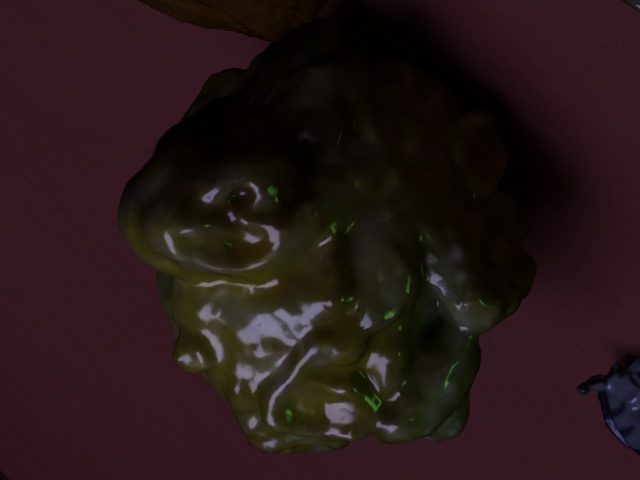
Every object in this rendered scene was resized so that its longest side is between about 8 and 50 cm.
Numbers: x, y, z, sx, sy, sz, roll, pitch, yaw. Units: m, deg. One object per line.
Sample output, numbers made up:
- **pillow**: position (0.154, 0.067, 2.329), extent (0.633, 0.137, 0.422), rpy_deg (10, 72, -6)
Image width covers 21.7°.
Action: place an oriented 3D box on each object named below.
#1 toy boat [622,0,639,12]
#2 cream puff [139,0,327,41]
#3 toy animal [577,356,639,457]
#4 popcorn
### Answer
- **toy boat**: position (0.195, -0.206, 0.920), extent (0.116, 0.061, 0.188), rpy_deg (38, 152, 13)
- **cream puff**: position (-0.094, -0.259, 1.064), extent (0.303, 0.212, 0.303), rpy_deg (31, -176, -2)
- **toy animal**: position (0.306, 0.192, 1.332), extent (0.176, 0.073, 0.217), rpy_deg (23, 152, 46)
- **popcorn**: position (0.015, 0.005, 1.247), extent (0.312, 0.312, 0.312), rpy_deg (33, 151, 21)
